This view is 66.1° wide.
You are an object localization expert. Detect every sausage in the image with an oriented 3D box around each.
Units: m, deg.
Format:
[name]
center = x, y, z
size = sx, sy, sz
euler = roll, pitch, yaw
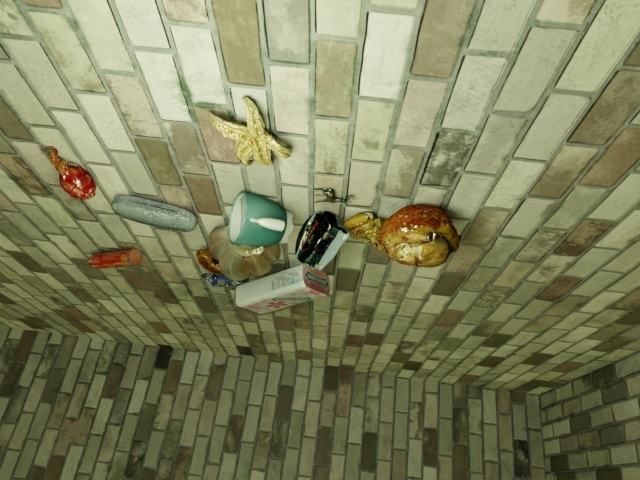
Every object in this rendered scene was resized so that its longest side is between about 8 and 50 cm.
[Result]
[sausage]
center = -0.878, 0.079, 2.068
size = 0.274, 0.074, 0.074
euler = -5, 150, 24

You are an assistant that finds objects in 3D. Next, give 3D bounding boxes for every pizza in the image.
[pizza]
center = 0.163, -0.018, 1.614
size = 0.147, 0.069, 0.226
euler = -11, 147, 28

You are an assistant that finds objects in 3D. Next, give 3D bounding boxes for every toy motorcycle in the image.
[toy motorcycle]
center = -0.406, 0.170, 2.124
size = 0.205, 0.076, 0.114
euler = 5, 161, 2

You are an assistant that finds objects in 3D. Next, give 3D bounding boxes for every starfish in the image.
[starfish]
center = -0.175, -0.262, 1.241
size = 0.216, 0.071, 0.238
euler = 5, 147, -7

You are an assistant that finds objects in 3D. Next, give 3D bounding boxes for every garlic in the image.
[garlic]
center = -0.269, 0.031, 1.751
size = 0.238, 0.210, 0.292
euler = -21, 164, -13

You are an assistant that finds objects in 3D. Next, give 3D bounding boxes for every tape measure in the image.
[tape measure]
center = -0.001, -0.002, 1.568
size = 0.107, 0.181, 0.182
euler = 24, 111, -24

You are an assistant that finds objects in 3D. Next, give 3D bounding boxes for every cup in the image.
[cup]
center = -0.182, -0.054, 1.540
size = 0.173, 0.167, 0.300
euler = 12, 180, -27

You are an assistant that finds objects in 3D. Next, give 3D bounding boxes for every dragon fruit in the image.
[dragon fruit]
center = -0.765, -0.206, 1.499
size = 0.094, 0.094, 0.190
euler = -11, 126, 32

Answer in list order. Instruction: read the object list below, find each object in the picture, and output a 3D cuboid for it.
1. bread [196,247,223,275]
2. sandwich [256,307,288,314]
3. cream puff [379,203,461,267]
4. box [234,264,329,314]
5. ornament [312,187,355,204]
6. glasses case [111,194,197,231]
[bread]
center = -0.398, 0.078, 1.955
size = 0.193, 0.063, 0.193
euler = 9, 147, 6
[sandwich]
center = -0.235, 0.277, 2.256
size = 0.258, 0.096, 0.094
euler = -19, 137, 42
[cream puff]
center = 0.299, -0.017, 1.483
size = 0.240, 0.163, 0.240
euler = 18, 148, 11
[box]
center = -0.165, 0.205, 2.026
size = 0.370, 0.112, 0.190
euler = -18, 150, 29
[ornament]
center = 0.041, -0.132, 1.470
size = 0.125, 0.028, 0.073
euler = 6, 153, 7
[glasses case]
center = -0.560, -0.090, 1.665
size = 0.283, 0.067, 0.109
euler = 13, 150, -12
